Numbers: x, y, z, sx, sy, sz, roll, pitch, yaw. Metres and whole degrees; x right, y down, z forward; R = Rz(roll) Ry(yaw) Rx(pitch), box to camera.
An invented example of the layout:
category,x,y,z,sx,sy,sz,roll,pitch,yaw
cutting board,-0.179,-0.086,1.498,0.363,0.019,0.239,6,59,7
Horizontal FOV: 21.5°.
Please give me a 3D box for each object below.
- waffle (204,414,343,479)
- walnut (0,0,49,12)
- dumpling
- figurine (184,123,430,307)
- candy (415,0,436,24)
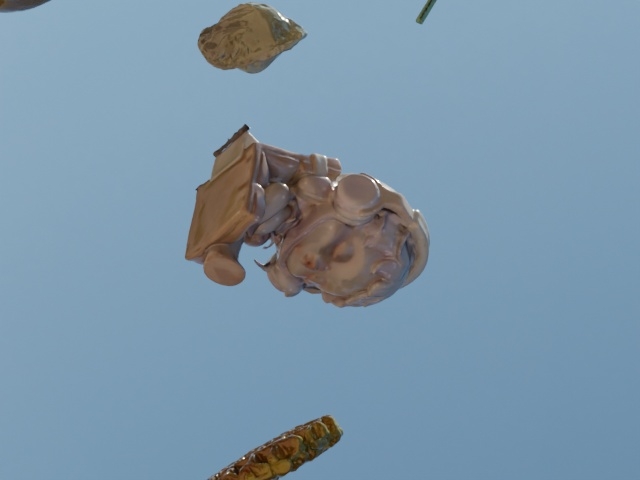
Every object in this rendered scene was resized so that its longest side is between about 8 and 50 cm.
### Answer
category,x,y,z,sx,sy,sz,roll,pitch,yaw
waffle,-0.059,0.227,1.690,0.191,0.191,0.038,-34,-96,48
walnut,-0.347,-0.449,1.896,0.383,0.383,0.383,-27,-123,52
dumpling,-0.055,-0.152,1.266,0.052,0.076,0.057,-61,170,28
figurine,0.000,-0.003,1.533,0.162,0.237,0.141,-36,-136,40
candy,0.140,-0.292,1.756,0.194,0.058,0.062,-59,-168,-30
